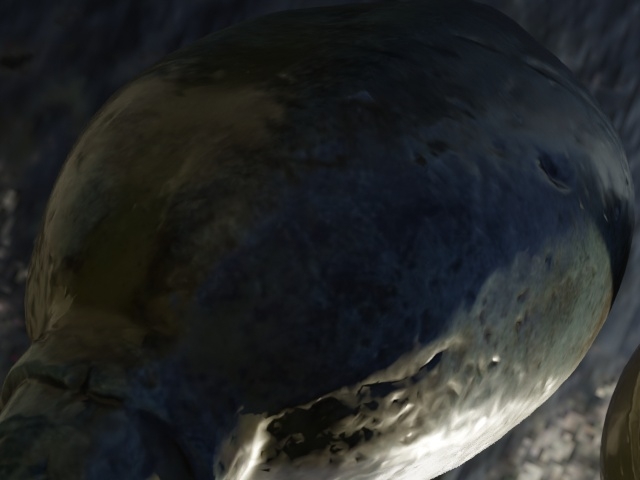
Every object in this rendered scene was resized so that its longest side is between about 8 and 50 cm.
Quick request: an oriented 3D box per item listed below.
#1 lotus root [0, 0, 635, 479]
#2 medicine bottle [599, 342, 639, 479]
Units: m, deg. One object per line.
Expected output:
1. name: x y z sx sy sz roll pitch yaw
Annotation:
1. lotus root: 0.000 0.000 0.542 0.322 0.158 0.140 -29 141 -66
2. medicine bottle: 0.274 0.111 0.942 0.235 0.236 0.406 -56 179 -18
